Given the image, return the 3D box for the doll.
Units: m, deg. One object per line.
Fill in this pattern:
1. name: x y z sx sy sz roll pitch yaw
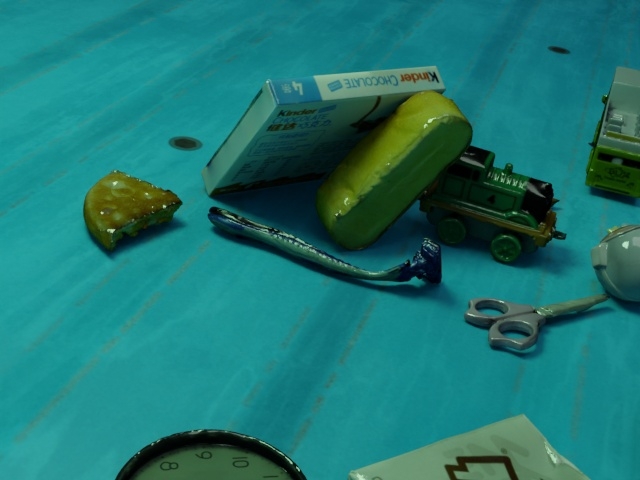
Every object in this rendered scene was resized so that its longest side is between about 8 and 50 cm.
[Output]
1. doll: 0.497 0.016 1.232 0.287 0.151 0.151 -10 35 -17

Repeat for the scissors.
1. scissors: 0.284 0.093 1.144 0.212 0.021 0.110 -8 31 -27

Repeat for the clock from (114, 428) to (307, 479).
1. clock: -0.094 0.236 0.781 0.184 0.040 0.184 6 31 -4

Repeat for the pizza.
1. pizza: -0.252 -0.043 1.208 0.131 0.041 0.178 -8 34 -22

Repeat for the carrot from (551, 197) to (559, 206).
1. carrot: 0.267 -0.084 1.422 0.224 0.057 0.057 17 31 2

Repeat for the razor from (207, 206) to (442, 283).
1. razor: -0.003 0.011 1.180 0.324 0.093 0.056 13 66 13

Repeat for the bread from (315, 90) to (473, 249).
1. bread: 0.098 -0.095 1.222 0.102 0.245 0.094 34 17 -38

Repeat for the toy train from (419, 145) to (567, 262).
1. toy train: 0.239 -0.057 1.272 0.227 0.136 0.091 17 31 16

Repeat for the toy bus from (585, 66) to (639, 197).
1. toy bus: 0.533 -0.189 1.570 0.113 0.139 0.302 15 32 14

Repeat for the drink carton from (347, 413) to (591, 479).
1. drink carton: 0.176 0.292 0.675 0.194 0.132 0.324 -10 34 -31

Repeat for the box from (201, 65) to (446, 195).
1. box: -0.001 -0.152 1.272 0.273 0.265 0.048 -10 73 -31
